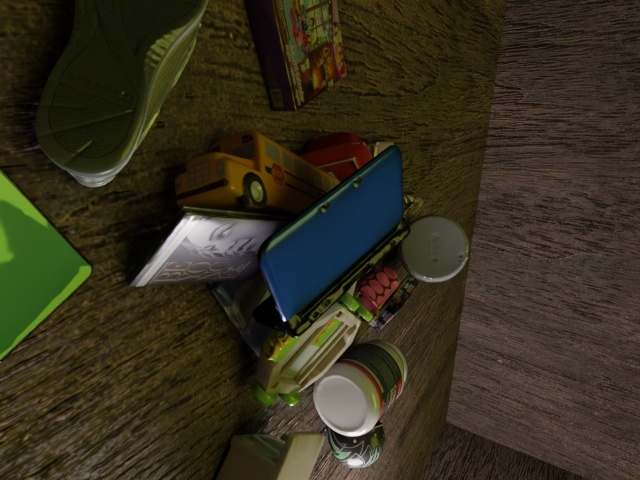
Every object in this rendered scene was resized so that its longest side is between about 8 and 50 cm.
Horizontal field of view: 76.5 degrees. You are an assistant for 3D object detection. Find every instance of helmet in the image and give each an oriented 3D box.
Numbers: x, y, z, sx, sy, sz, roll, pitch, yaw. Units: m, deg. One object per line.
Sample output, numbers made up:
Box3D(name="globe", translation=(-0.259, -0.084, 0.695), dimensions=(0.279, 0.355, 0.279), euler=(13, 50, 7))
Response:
Box3D(name="helmet", translation=(0.104, 0.567, 1.170), dimensions=(0.170, 0.161, 0.169), euler=(-18, 129, -23))

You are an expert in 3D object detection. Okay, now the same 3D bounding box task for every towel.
Box3D(name="towel", translation=(-0.101, 0.101, 0.813), dimensions=(0.209, 0.034, 0.284), euler=(-58, 144, -33))

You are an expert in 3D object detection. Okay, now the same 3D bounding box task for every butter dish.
Box3D(name="butter dish", translation=(0.038, -0.175, 0.865), dimensions=(0.160, 0.160, 0.118), euler=(51, 34, -53))

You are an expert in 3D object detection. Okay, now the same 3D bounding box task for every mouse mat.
Box3D(name="mouse mat", translation=(-0.337, 0.024, 0.404), dimensions=(0.152, 0.007, 0.189), euler=(-56, 143, -34))

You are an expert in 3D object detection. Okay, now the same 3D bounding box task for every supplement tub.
Box3D(name="supplement tub", translation=(0.121, 0.401, 1.148), dimensions=(0.272, 0.191, 0.190), euler=(-11, 110, -58))

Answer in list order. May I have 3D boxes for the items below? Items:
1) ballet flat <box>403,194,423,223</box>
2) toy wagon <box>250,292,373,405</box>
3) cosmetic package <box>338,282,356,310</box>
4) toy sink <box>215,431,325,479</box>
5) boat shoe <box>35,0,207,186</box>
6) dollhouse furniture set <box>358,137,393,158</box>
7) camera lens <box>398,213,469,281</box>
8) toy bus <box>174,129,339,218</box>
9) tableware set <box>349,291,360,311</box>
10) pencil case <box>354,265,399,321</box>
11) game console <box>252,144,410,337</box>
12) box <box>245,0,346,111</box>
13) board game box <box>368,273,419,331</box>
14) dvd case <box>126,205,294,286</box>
Box3D(name="ballet flat", translation=(0.280, -0.108, 1.352), dimensions=(0.241, 0.091, 0.077), euler=(-45, 112, -49))
Box3D(name="toy wagon", translation=(-0.026, 0.209, 0.816), dimensions=(0.267, 0.068, 0.344), euler=(-48, 151, -3))
Box3D(name="cosmetic package", translation=(0.045, 0.045, 0.981), dimensions=(0.060, 0.099, 0.238), euler=(27, 77, -57))
Box3D(name="toy sink", translation=(-0.117, 0.480, 0.828), dimensions=(0.234, 0.131, 0.153), euler=(-65, 148, -12))
Box3D(name="boat shoe", translation=(-0.210, -0.214, 0.454), dimensions=(0.118, 0.103, 0.320), euler=(18, 79, -21))
Box3D(name="dollhouse furniture set", translation=(0.083, -0.157, 1.013), dimensions=(0.161, 0.101, 0.181), euler=(-11, 112, -32))
Box3D(name="camera lens", translation=(0.373, 0.028, 1.363), dimensions=(0.274, 0.220, 0.219), euler=(15, 87, -77))
Box3D(name="toy bus", translation=(-0.080, -0.082, 0.678), dimensions=(0.333, 0.108, 0.130), euler=(16, 67, -59))
Box3D(name="tableware set", translation=(0.061, 0.152, 1.083), dimensions=(0.104, 0.024, 0.154), euler=(-35, 125, -25))
Box3D(name="pencil case", translation=(0.169, 0.154, 1.233), dimensions=(0.209, 0.098, 0.095), euler=(-36, 130, -51))
Box3D(name="game console", translation=(0.000, 0.000, 0.684), dimensions=(0.293, 0.250, 0.173), euler=(-39, 107, -26))
Box3D(name="box", translation=(-0.041, -0.403, 0.705), dimensions=(0.201, 0.057, 0.293), euler=(-51, 141, -40))
Box3D(name="board game box", translation=(0.243, 0.208, 1.350), dimensions=(0.141, 0.048, 0.170), euler=(-39, 165, -46))
Box3D(name="dvd case", translation=(-0.138, 0.015, 0.588), dimensions=(0.221, 0.164, 0.018), euler=(4, 53, -50))
